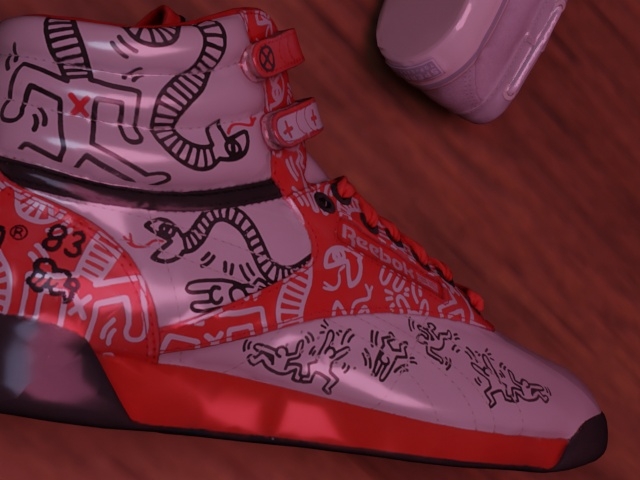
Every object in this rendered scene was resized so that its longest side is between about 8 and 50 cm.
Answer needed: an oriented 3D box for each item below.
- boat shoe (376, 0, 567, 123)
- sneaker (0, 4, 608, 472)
[{"bbox_3d":[0.089,-0.132,0.648,0.063,0.066,0.184,39,65,-39],"label":"boat shoe"},{"bbox_3d":[0.000,0.000,0.568,0.270,0.090,0.145,10,85,-28],"label":"sneaker"}]
